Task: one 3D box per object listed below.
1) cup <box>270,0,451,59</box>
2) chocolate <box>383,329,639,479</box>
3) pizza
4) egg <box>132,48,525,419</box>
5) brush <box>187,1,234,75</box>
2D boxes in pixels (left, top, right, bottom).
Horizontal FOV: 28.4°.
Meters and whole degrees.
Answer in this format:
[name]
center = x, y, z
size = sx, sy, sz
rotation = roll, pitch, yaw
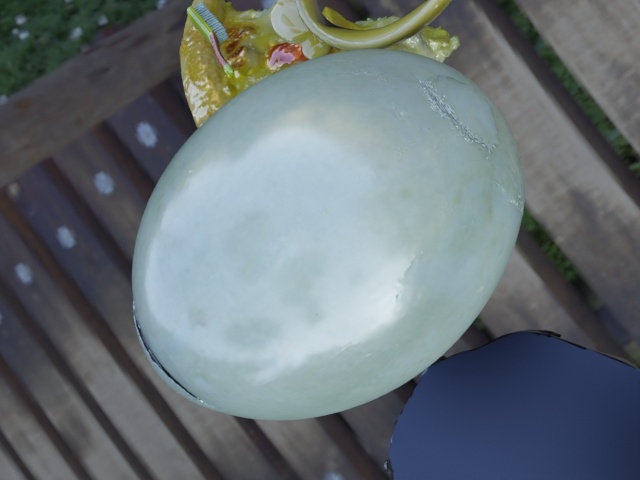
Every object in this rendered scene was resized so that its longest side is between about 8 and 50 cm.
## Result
[cup]
center = 0.034, -0.229, 0.738
size = 0.226, 0.185, 0.241
rotation = -1, 101, 21
[chocolate]
center = 0.167, 0.159, 0.882
size = 0.224, 0.177, 0.206
rotation = -26, 81, 22
[pizza]
center = -0.002, -0.186, 1.277
size = 0.075, 0.287, 0.280
rotation = 85, 163, -49
[egg]
center = 0.000, 0.000, 0.715
size = 0.253, 0.186, 0.186
rotation = -40, 85, 22
[brush]
center = -0.088, -0.171, 1.078
size = 0.083, 0.021, 0.019
rotation = 58, 171, 32
